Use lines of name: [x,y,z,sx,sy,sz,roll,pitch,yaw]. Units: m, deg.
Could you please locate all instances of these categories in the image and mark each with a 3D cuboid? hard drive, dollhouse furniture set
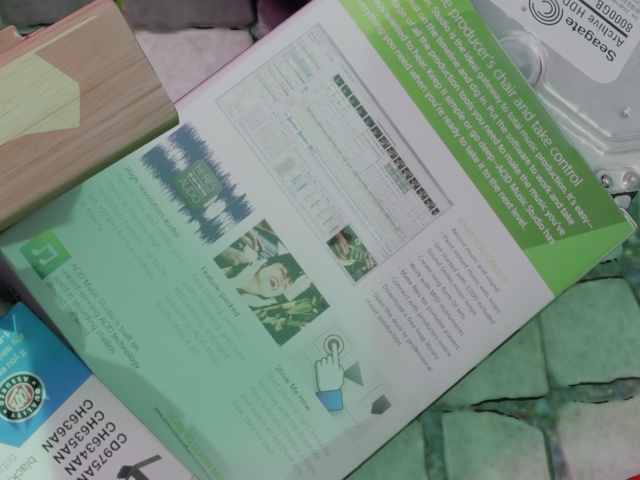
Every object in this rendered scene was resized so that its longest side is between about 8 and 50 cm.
hard drive: [0.176,-0.206,1.224,0.237,0.064,0.339,37,65,-7]
dollhouse furniture set: [-0.266,-0.180,0.877,0.362,0.256,0.394,-32,101,-15]

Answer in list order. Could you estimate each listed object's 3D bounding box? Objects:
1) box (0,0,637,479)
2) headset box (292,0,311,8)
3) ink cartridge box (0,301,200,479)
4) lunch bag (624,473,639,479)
box: [0.000,0.000,1.059,0.322,0.058,0.232,-38,96,-16]
headset box: [-0.005,-0.324,1.131,0.218,0.110,0.293,35,66,8]
ink cartridge box: [-0.144,0.185,0.920,0.233,0.168,0.171,46,63,-4]
lunch bag: [0.247,0.249,1.052,0.293,0.120,0.258,-43,91,-10]
